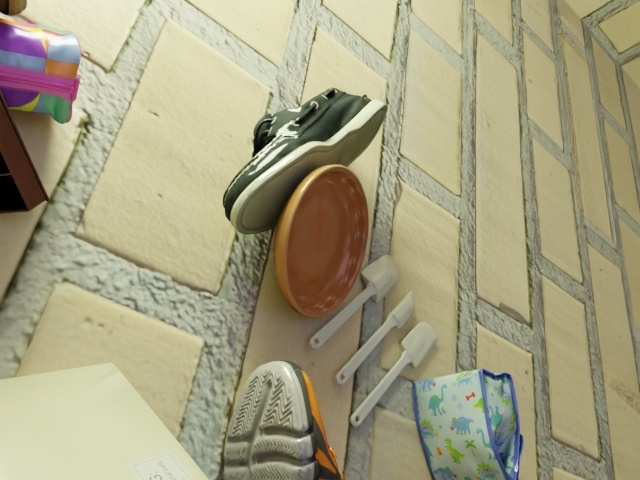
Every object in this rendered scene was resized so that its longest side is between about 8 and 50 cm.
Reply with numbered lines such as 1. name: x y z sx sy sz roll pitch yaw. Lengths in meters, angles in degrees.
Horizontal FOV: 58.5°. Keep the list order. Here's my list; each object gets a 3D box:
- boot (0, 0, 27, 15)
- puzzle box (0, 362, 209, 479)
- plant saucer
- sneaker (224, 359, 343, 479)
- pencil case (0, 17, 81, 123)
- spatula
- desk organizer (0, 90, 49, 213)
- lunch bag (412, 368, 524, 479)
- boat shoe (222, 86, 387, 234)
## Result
1. boot: -0.393 -0.256 0.479 0.248 0.090 0.207 42 45 22
2. puzzle box: -0.162 0.220 0.329 0.272 0.409 0.052 2 113 -47
3. plant saucer: 0.000 0.000 0.747 0.200 0.037 0.200 -23 118 -53
4. sneaker: 0.003 0.289 0.629 0.180 0.124 0.321 3 80 -46
5. pencil case: -0.342 -0.168 0.518 0.236 0.104 0.104 -3 73 -43
6. spatula: 0.079 0.137 0.828 0.242 0.019 0.168 -36 102 -44
7. desk organizer: -0.297 -0.079 0.504 0.050 0.047 0.130 -50 149 -39
8. lunch bag: 0.209 0.268 0.805 0.096 0.129 0.151 18 59 -36
9. boat shoe: -0.036 -0.130 0.780 0.113 0.127 0.340 36 52 13
